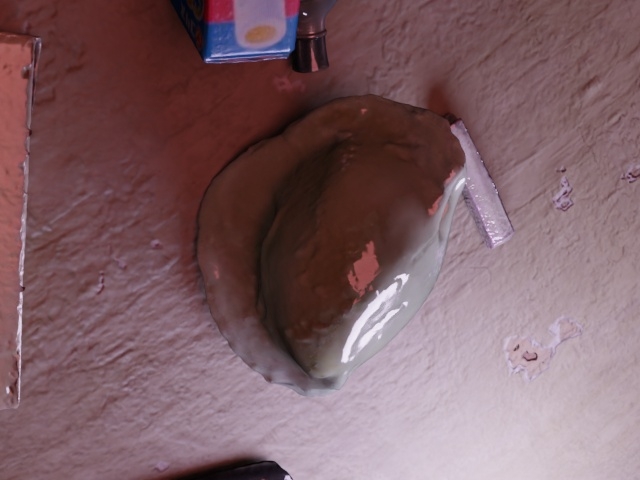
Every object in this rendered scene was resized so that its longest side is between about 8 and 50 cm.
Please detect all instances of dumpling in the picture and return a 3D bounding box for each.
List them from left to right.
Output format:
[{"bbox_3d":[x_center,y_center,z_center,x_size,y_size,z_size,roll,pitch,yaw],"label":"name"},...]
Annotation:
[{"bbox_3d":[0.025,0.009,0.935,0.270,0.212,0.321,41,76,-28],"label":"dumpling"}]

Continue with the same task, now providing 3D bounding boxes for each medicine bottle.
[{"bbox_3d":[-0.018,-0.285,0.899,0.090,0.053,0.208,-26,124,-36],"label":"medicine bottle"}]

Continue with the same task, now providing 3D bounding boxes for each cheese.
[{"bbox_3d":[-0.336,-0.008,0.851,0.085,0.034,0.400,2,105,-27],"label":"cheese"}]

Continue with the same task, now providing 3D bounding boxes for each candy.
[{"bbox_3d":[-0.077,-0.329,0.748,0.100,0.157,0.306,-11,134,-20],"label":"candy"}]

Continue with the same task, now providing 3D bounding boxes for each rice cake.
[{"bbox_3d":[0.200,-0.072,1.094,0.047,0.036,0.207,-33,119,0],"label":"rice cake"}]

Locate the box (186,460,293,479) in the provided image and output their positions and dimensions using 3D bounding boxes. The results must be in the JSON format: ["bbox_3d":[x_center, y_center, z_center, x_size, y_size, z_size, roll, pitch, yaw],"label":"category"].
[{"bbox_3d":[-0.120,0.388,1.083,0.201,0.042,0.213,-10,111,-25],"label":"box"}]
